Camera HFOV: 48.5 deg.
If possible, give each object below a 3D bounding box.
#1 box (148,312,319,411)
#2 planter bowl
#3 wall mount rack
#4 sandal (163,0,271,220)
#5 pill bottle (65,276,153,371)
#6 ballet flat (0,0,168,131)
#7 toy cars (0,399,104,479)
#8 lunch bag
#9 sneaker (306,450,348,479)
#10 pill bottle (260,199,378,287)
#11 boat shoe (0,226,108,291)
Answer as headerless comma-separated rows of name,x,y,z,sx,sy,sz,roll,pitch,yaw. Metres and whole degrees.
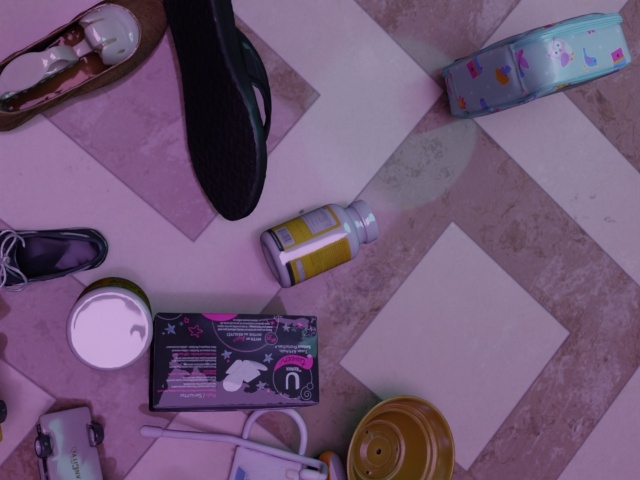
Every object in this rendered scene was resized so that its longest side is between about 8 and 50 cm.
box,-0.141,0.198,1.118,0.247,0.163,0.142,3,74,-15
planter bowl,0.121,0.373,1.234,0.217,0.090,0.217,2,85,-26
wall mount rack,-0.158,0.433,1.155,0.304,0.130,0.350,14,87,4
sandal,-0.141,-0.256,1.119,0.107,0.167,0.446,-15,98,-42
pill bottle,-0.309,0.116,1.057,0.117,0.208,0.118,-1,93,-14
ballet flat,-0.376,-0.278,1.067,0.342,0.124,0.116,-31,100,-12
toy cars,-0.466,0.292,1.083,0.393,0.087,0.176,45,45,-14
lunch bag,0.352,-0.289,1.184,0.224,0.279,0.108,-21,98,-24
sneaker,0.053,0.486,1.240,0.121,0.099,0.263,-13,94,-34
pill bottle,0.000,0.000,1.189,0.184,0.103,0.103,-23,98,-13
boat shoe,-0.455,0.029,1.082,0.254,0.079,0.095,-3,93,-15
